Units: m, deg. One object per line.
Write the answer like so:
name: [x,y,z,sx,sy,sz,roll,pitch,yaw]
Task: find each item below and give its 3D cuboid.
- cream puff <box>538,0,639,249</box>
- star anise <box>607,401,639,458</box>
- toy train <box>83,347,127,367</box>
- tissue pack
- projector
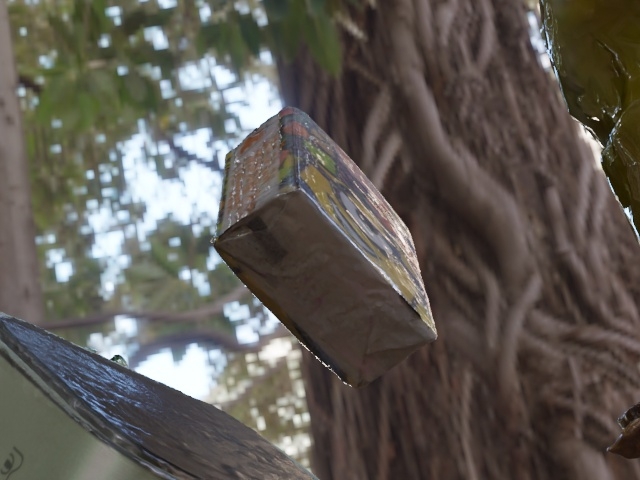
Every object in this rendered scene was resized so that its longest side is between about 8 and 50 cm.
cream puff: [0.242,-0.146,0.457,0.378,0.378,0.275,-14,-48,4]
star anise: [0.358,0.180,1.541,0.168,0.057,0.168,-4,4,0]
toy train: [-0.157,0.164,1.103,0.132,0.200,0.083,-31,5,1]
tissue pack: [0.000,0.000,0.818,0.060,0.148,0.108,-39,-73,12]
projector: [-0.124,0.212,0.865,0.248,0.248,0.249,30,-91,-39]
